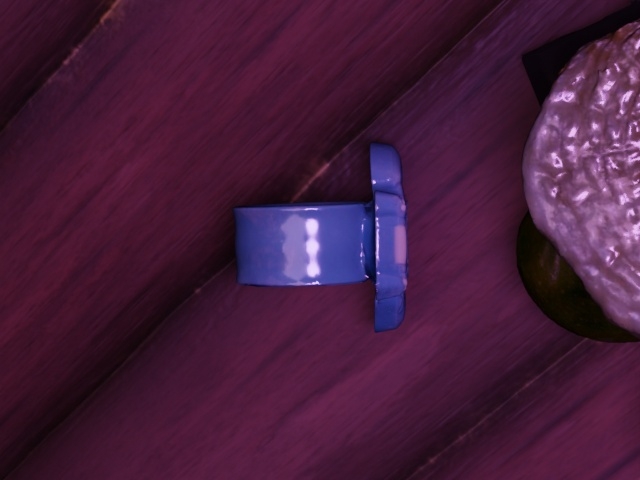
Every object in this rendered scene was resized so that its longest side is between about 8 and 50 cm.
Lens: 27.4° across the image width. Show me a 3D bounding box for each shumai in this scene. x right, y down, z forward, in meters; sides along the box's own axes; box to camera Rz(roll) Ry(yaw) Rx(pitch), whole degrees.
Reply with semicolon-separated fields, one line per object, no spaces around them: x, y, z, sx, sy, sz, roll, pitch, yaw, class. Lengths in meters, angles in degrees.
0.356;-0.047;1.168;0.304;0.263;0.309;5;92;24;shumai

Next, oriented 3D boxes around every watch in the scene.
0.000;0.000;1.432;0.193;0.211;0.210;-2;97;5;watch

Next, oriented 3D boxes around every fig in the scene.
0.277;0.007;1.291;0.195;0.245;0.195;-6;79;31;fig

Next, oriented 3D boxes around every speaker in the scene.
0.292;-0.183;1.294;0.218;0.044;0.082;-21;90;60;speaker

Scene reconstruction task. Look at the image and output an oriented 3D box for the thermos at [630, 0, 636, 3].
0.438;-0.242;1.229;0.286;0.145;0.182;34;120;15;thermos
